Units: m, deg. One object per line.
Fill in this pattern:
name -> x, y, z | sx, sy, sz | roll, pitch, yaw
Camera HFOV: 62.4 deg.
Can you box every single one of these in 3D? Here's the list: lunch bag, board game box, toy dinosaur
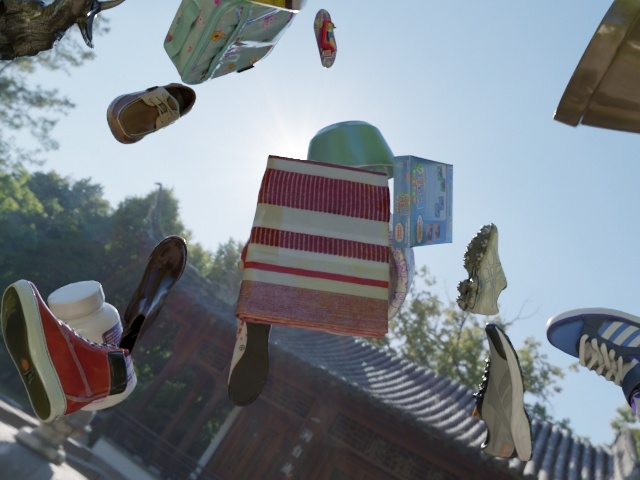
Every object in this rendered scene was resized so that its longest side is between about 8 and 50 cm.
lunch bag -> -0.163, -0.397, 0.968 | 0.108, 0.224, 0.279 | 57, -33, -2
board game box -> 0.030, -0.605, 1.584 | 0.033, 0.133, 0.169 | 4, -51, 26
board game box -> 0.196, -0.070, 0.989 | 0.039, 0.160, 0.211 | 2, 3, 33
toy dinosaur -> -0.434, -0.300, 0.733 | 0.313, 0.160, 0.121 | 4, -69, 20

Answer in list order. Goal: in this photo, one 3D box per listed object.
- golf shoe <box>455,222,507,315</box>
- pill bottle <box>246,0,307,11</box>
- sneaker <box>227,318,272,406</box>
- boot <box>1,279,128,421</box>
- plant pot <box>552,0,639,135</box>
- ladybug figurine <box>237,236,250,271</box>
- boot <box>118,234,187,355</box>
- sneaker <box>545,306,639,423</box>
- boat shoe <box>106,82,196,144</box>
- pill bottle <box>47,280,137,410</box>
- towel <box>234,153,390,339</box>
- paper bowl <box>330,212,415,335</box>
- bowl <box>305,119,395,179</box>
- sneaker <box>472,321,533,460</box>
golf shoe -> 0.314, 0.057, 0.993 | 0.086, 0.176, 0.069 | 22, -13, -15
pill bottle -> -0.116, -0.393, 0.719 | 0.215, 0.117, 0.117 | 12, -26, -2
sneaker -> -0.174, 0.262, 1.320 | 0.090, 0.270, 0.145 | 10, 3, -12
boot -> -0.441, 0.175, 0.937 | 0.088, 0.176, 0.244 | -32, -101, 32
plant pot -> 0.767, -0.381, 1.263 | 0.280, 0.323, 0.323 | 30, -25, 18
ladybug figurine -> -0.107, 0.015, 2.042 | 0.305, 0.449, 0.162 | 59, -16, 31
boot -> -0.385, 0.124, 1.226 | 0.090, 0.248, 0.207 | 26, 14, -17
sneaker -> 0.615, 0.262, 1.077 | 0.322, 0.236, 0.130 | 6, -57, 30
boat shoe -> -0.425, -0.342, 1.360 | 0.116, 0.324, 0.123 | -13, -63, 22
pill bottle -> -0.586, 0.264, 1.348 | 0.169, 0.169, 0.302 | 12, -63, 39
towel -> 0.000, 0.000, 0.896 | 0.237, 0.329, 0.037 | 9, -34, -4
paper bowl -> 0.056, 0.044, 1.111 | 0.284, 0.148, 0.284 | 6, -70, 17
bowl -> 0.081, -0.261, 1.626 | 0.311, 0.311, 0.163 | -23, -104, 61
sneaker -> 0.351, 0.299, 1.051 | 0.108, 0.272, 0.100 | -8, -7, 15
